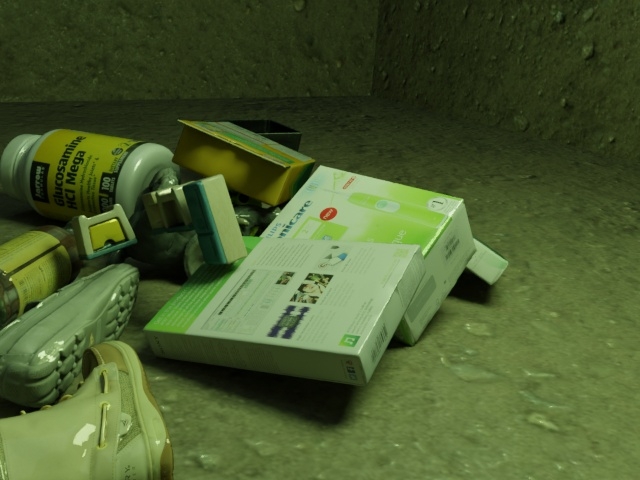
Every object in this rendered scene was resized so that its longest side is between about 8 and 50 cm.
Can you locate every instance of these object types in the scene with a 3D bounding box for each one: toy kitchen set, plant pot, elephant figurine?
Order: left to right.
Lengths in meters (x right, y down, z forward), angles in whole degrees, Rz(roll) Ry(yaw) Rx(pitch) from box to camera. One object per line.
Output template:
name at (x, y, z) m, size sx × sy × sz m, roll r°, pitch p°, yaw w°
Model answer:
toy kitchen set at (-0.238, -0.004, 1.148) m, size 0.166 × 0.122 × 0.207 m, roll -23°, pitch 10°, yaw -33°
elephant figurine at (-0.203, -0.003, 1.371) m, size 0.239 × 0.186 × 0.169 m, roll 31°, pitch 43°, yaw -25°
plant pot at (-0.170, -0.194, 1.924) m, size 0.188 × 0.167 × 0.187 m, roll -7°, pitch 21°, yaw -28°

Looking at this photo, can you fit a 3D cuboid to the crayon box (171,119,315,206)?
crayon box at (-0.138, -0.146, 1.471) m, size 0.203 × 0.083 × 0.323 m, roll 24°, pitch 10°, yaw 5°

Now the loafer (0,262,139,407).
loafer at (-0.334, 0.104, 1.051) m, size 0.111 × 0.112 × 0.319 m, roll 15°, pitch 20°, yaw 7°

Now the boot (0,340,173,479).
boot at (-0.280, 0.191, 0.827) m, size 0.203 × 0.095 × 0.262 m, roll -6°, pitch 24°, yaw -25°

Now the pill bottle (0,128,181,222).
pill bottle at (-0.464, -0.121, 1.598) m, size 0.334 × 0.188 × 0.188 m, roll 11°, pitch 19°, yaw 21°

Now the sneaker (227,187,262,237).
sneaker at (-0.182, -0.061, 1.616) m, size 0.109 × 0.123 × 0.295 m, roll 13°, pitch 34°, yaw -13°

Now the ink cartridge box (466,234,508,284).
ink cartridge box at (0.223, -0.012, 1.412) m, size 0.225 × 0.056 × 0.181 m, roll 38°, pitch 8°, yaw 6°

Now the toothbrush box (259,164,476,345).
toothbrush box at (0.068, 0.014, 1.261) m, size 0.283 × 0.122 × 0.206 m, roll 17°, pitch 57°, yaw 38°

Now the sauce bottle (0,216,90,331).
sauce bottle at (-0.437, 0.042, 1.227) m, size 0.111 × 0.111 × 0.344 m, roll 7°, pitch 17°, yaw 10°

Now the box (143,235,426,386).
box at (-0.045, 0.082, 1.082) m, size 0.322 × 0.058 × 0.232 m, roll 4°, pitch 36°, yaw 27°

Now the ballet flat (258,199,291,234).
ballet flat at (0.000, 0.000, 1.479) m, size 0.124 × 0.116 × 0.342 m, roll -32°, pitch 34°, yaw -29°
